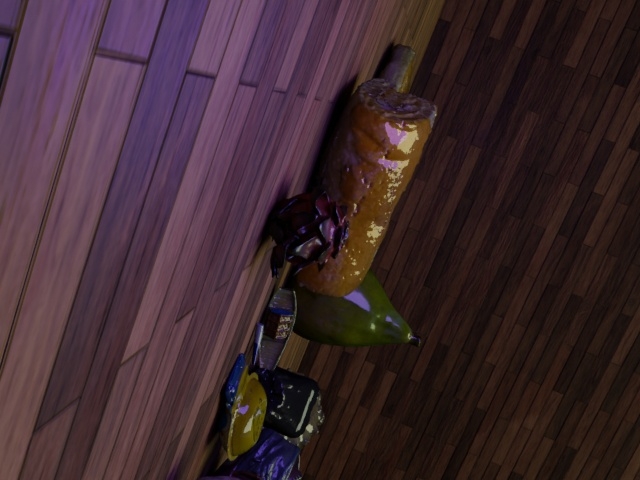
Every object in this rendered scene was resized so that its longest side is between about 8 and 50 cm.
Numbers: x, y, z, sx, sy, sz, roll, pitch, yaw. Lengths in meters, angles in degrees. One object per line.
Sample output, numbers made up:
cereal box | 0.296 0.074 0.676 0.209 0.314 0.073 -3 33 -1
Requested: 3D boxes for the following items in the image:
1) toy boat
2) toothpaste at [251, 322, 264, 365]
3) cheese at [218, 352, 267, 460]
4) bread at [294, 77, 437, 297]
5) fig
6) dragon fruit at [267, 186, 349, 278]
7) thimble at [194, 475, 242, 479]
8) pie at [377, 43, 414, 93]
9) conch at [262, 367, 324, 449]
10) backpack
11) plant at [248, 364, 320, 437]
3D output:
toy boat | -0.087 0.171 1.334 0.066 0.065 0.172 -101 -154 -74
toothpaste | -0.121 0.198 1.285 0.024 0.015 0.083 -130 -131 -68
cheese | -0.149 0.318 1.292 0.270 0.069 0.177 91 15 -48
bread | 0.069 -0.093 1.252 0.236 0.165 0.375 -55 168 -59
fig | 0.065 0.125 1.520 0.233 0.314 0.232 -3 90 -72
dragon fruit | -0.018 -0.012 0.986 0.142 0.121 0.130 20 59 -60
thimble | -0.171 0.477 1.013 0.148 0.196 0.229 107 6 -56
pie | 0.153 -0.326 1.663 0.339 0.077 0.339 24 90 -82
conch | -0.120 0.588 2.128 0.297 0.210 0.352 -32 145 -56
backpack | -0.175 0.590 1.444 0.317 0.197 0.283 -49 162 -43
plant | -0.099 0.359 1.533 0.256 0.165 0.141 47 61 -68
